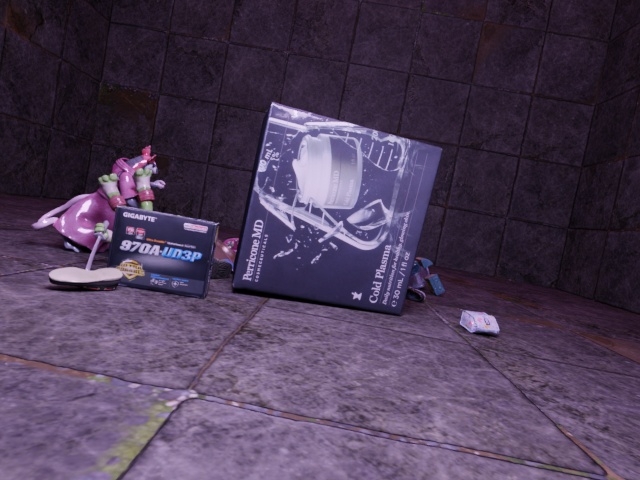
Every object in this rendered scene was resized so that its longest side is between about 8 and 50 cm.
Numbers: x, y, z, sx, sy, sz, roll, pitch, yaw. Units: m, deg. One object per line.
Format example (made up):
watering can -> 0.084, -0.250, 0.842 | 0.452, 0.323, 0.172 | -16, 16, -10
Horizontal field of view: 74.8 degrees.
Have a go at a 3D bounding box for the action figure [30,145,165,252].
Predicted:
action figure -> -0.637, -0.145, 1.287 | 0.276, 0.370, 0.248 | 31, 7, -29

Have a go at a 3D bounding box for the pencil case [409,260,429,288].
pencil case -> 0.407, 0.145, 1.914 | 0.124, 0.113, 0.273 | -9, 3, 1

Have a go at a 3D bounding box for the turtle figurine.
turtle figurine -> -0.478, -0.061, 1.100 | 0.198, 0.266, 0.275 | -21, -6, 5

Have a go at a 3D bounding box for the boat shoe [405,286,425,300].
boat shoe -> 0.301, 0.181, 1.485 | 0.142, 0.049, 0.040 | 14, 5, 27

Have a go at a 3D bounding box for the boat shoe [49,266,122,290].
boat shoe -> -0.469, 0.081, 0.838 | 0.133, 0.042, 0.049 | 6, 31, -49

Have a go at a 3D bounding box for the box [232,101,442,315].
box -> 0.026, -0.083, 1.207 | 0.472, 0.479, 0.297 | 11, 6, -12

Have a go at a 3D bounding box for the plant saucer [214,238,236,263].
plant saucer -> -0.348, 0.044, 1.409 | 0.168, 0.029, 0.168 | 39, 13, -11

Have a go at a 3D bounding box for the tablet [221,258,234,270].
tablet -> -0.282, 0.086, 1.352 | 0.083, 0.006, 0.054 | 36, 10, 11

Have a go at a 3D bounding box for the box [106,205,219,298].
box -> -0.353, 0.027, 0.946 | 0.220, 0.175, 0.051 | 11, 4, -5

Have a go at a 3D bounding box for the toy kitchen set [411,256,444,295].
toy kitchen set -> 0.380, 0.179, 1.686 | 0.207, 0.166, 0.122 | -27, 7, -4

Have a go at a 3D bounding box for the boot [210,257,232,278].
boot -> -0.388, 0.055, 1.232 | 0.209, 0.076, 0.190 | 20, -7, 27

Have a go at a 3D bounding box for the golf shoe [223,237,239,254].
golf shoe -> -0.226, 0.047, 1.619 | 0.306, 0.115, 0.140 | 11, 0, -8

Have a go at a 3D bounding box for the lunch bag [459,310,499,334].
lunch bag -> 0.432, 0.223, 1.130 | 0.071, 0.053, 0.083 | 8, 13, -13
